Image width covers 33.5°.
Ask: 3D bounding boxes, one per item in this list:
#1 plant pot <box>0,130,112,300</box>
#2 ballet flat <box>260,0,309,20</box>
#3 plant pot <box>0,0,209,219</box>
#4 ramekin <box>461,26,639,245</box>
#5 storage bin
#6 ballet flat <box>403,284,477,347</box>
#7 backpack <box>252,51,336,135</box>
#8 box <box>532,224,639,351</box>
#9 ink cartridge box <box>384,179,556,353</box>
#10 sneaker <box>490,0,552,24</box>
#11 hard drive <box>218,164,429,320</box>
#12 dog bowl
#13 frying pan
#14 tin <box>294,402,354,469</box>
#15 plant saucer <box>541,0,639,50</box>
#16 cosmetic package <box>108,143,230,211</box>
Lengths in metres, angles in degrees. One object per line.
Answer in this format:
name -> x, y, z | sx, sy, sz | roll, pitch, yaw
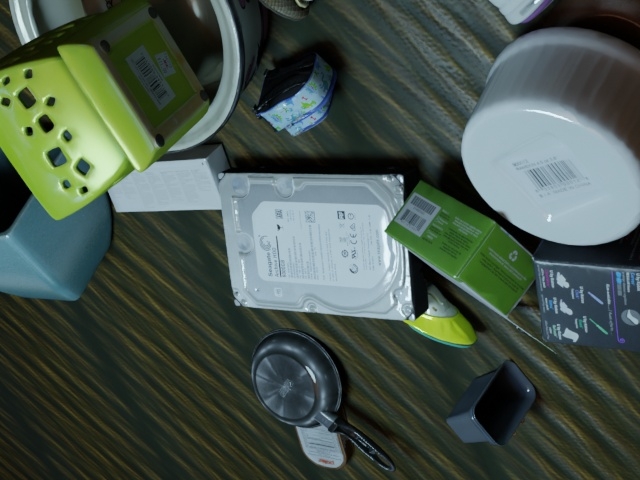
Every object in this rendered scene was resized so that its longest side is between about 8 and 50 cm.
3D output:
plant pot -> -0.522, -0.023, 1.930 | 0.247, 0.247, 0.252 | 1, 141, 31
ballet flat -> -0.092, -0.392, 1.446 | 0.058, 0.084, 0.250 | -30, 129, 28
plant pot -> -0.301, -0.194, 1.467 | 0.207, 0.227, 0.228 | -18, 111, 33
ramekin -> 0.316, -0.121, 1.357 | 0.277, 0.135, 0.277 | 24, 148, 16
storage bin -> 0.276, 0.275, 1.735 | 0.098, 0.135, 0.091 | 50, 145, -10
ballet flat -> 0.149, 0.100, 1.717 | 0.231, 0.077, 0.077 | 22, 118, 19
backpack -> -0.028, -0.218, 1.568 | 0.114, 0.105, 0.084 | -24, 130, 40
box -> 0.443, 0.050, 1.430 | 0.270, 0.165, 0.143 | 4, 124, 30
ink cartridge box -> 0.243, 0.039, 1.548 | 0.255, 0.097, 0.189 | 35, -179, -36
sneaker -> 0.270, -0.391, 1.242 | 0.152, 0.114, 0.305 | 39, 134, -1
hard drive -> 0.000, 0.000, 1.695 | 0.339, 0.064, 0.236 | 4, 108, 30
dog bowl -> -0.258, -0.341, 1.582 | 0.408, 0.150, 0.408 | 17, 131, 21
frying pan -> -0.020, 0.315, 1.951 | 0.197, 0.053, 0.326 | -30, 89, 37
tin -> 0.001, 0.359, 2.025 | 0.106, 0.040, 0.189 | 7, 126, 33
plant saucer -> 0.369, -0.229, 1.358 | 0.199, 0.036, 0.198 | 17, 130, 21
cosmetic package -> -0.262, -0.106, 1.820 | 0.239, 0.060, 0.099 | 0, 124, 31
